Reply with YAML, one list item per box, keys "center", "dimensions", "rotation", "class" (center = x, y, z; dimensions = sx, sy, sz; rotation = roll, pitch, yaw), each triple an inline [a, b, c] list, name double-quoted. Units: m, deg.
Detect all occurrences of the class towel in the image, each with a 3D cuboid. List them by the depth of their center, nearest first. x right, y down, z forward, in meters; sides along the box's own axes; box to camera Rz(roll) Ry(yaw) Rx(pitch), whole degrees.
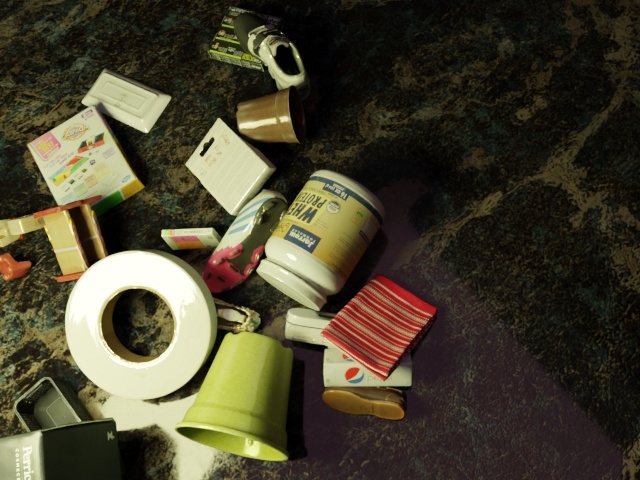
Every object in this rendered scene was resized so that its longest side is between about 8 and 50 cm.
- center: [0.153, 0.205, 1.548]
  dimensions: [0.199, 0.031, 0.275]
  rotation: [33, 47, 18]
  class: "towel"

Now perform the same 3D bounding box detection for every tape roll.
- center: [-0.462, 0.216, 1.604]
  dimensions: [0.393, 0.072, 0.391]
  rotation: [0, 95, 6]
  class: "tape roll"

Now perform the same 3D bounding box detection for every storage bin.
- center: [-0.693, 0.461, 1.621]
  dimensions: [0.122, 0.084, 0.180]
  rotation: [-42, 71, -7]
  class: "storage bin"

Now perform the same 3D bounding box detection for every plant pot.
- center: [-0.181, 0.370, 1.506]
  dimensions: [0.276, 0.276, 0.253]
  rotation: [8, 61, 11]
  class: "plant pot"
- center: [-0.144, -0.350, 1.792]
  dimensions: [0.165, 0.167, 0.166]
  rotation: [-7, 70, 15]
  class: "plant pot"

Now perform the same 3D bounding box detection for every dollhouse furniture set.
- center: [-0.768, 0.010, 1.748]
  dimensions: [0.375, 0.152, 0.201]
  rotation: [-9, 101, 29]
  class: "dollhouse furniture set"

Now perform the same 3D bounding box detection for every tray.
- center: [-0.619, -0.450, 1.956]
  dimensions: [0.271, 0.030, 0.145]
  rotation: [25, 77, 16]
  class: "tray"

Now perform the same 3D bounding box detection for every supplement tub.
- center: [0.000, 0.000, 1.604]
  dimensions: [0.228, 0.228, 0.316]
  rotation: [29, 77, 16]
  class: "supplement tub"

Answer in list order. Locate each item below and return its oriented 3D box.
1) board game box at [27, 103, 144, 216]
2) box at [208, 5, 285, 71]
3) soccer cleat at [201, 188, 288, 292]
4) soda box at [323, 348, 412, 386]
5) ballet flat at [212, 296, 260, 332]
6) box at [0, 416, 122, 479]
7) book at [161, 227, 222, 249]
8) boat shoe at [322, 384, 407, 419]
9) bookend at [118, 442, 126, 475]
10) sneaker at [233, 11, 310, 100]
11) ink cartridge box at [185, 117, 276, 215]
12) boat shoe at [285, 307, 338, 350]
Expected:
- center: [-0.710, -0.226, 1.873]
  dimensions: [0.242, 0.064, 0.316]
  rotation: [-32, 70, -4]
  class: "board game box"
- center: [-0.232, -0.639, 1.959]
  dimensions: [0.191, 0.045, 0.184]
  rotation: [17, 77, 13]
  class: "box"
- center: [-0.209, 0.000, 1.711]
  dimensions: [0.331, 0.116, 0.143]
  rotation: [-50, 30, 5]
  class: "soccer cleat"
- center: [0.116, 0.314, 1.538]
  dimensions: [0.216, 0.074, 0.069]
  rotation: [-2, 111, 3]
  class: "soda box"
- center: [-0.279, 0.192, 1.658]
  dimensions: [0.241, 0.077, 0.091]
  rotation: [6, 73, 11]
  class: "ballet flat"
- center: [-0.708, 0.685, 1.377]
  dimensions: [0.472, 0.297, 0.479]
  rotation: [-14, 76, 11]
  class: "box"
- center: [-0.357, -0.007, 1.728]
  dimensions: [0.144, 0.096, 0.035]
  rotation: [-2, 71, 7]
  class: "book"
- center: [0.112, 0.391, 1.543]
  dimensions: [0.207, 0.073, 0.073]
  rotation: [11, 35, 8]
  class: "boat shoe"
- center: [-0.553, 0.612, 1.554]
  dimensions: [0.157, 0.072, 0.156]
  rotation: [-24, 70, -1]
  class: "bookend"
- center: [-0.138, -0.577, 1.838]
  dimensions: [0.122, 0.146, 0.330]
  rotation: [-39, 81, -12]
  class: "sneaker"
- center: [-0.260, -0.210, 1.775]
  dimensions: [0.224, 0.056, 0.181]
  rotation: [46, 107, 21]
  class: "ink cartridge box"
- center: [0.040, 0.243, 1.591]
  dimensions: [0.268, 0.096, 0.088]
  rotation: [10, 103, -1]
  class: "boat shoe"
